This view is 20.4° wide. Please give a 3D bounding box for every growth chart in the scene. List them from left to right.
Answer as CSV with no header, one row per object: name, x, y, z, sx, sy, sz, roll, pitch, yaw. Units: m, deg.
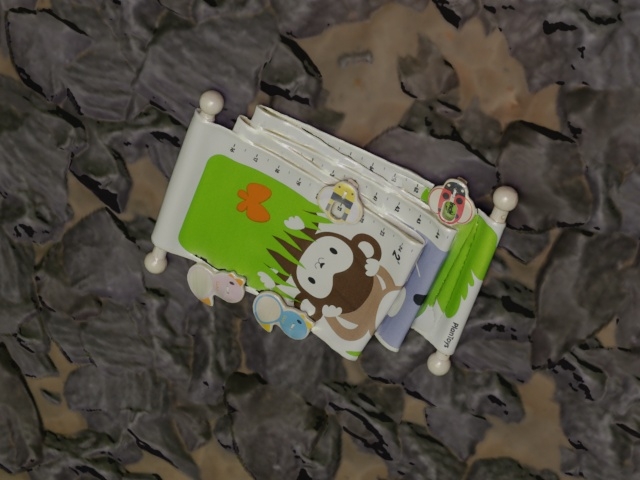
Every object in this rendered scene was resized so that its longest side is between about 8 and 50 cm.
growth chart,0.000,0.000,1.163,0.237,0.021,0.172,21,122,13
